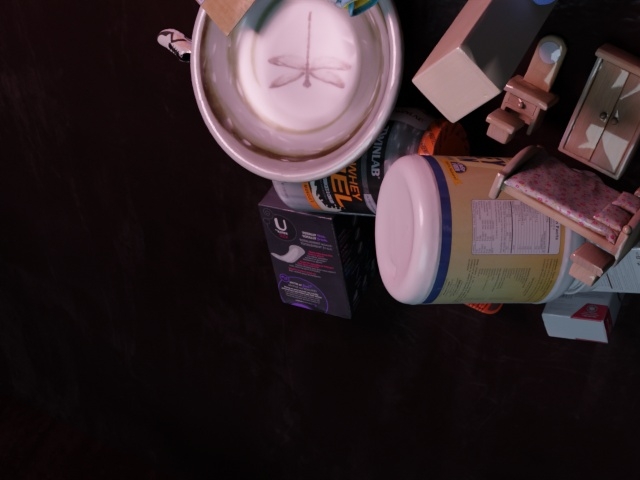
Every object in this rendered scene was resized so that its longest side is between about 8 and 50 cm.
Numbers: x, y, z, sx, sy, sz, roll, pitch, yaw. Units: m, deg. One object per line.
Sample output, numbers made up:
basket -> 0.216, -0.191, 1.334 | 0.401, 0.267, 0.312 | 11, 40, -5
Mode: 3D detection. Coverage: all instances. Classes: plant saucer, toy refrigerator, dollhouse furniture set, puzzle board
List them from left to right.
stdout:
puzzle board -> -0.162, -0.415, 1.693 | 0.096, 0.011, 0.128 | -47, 73, 27
plant saucer -> -0.029, -0.298, 1.695 | 0.400, 0.100, 0.400 | 5, 99, 29
toy refrigerator -> 0.242, -0.288, 1.443 | 0.094, 0.269, 0.102 | 44, 141, -12
dollhouse furniture set -> 0.339, -0.141, 1.416 | 0.303, 0.355, 0.174 | 31, 126, 20

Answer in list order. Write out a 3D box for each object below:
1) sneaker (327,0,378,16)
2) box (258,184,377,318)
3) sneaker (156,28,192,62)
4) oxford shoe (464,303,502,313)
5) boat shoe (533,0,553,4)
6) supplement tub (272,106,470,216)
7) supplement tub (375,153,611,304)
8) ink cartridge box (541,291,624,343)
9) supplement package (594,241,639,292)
sneaker -> -0.003, -0.444, 1.525 | 0.319, 0.127, 0.208 | 26, 137, 40
box -> 0.000, 0.000, 2.036 | 0.165, 0.143, 0.270 | 12, 137, 24
sneaker -> -0.264, -0.362, 1.929 | 0.109, 0.044, 0.040 | 24, 143, 17
oxford shoe -> 0.232, 0.050, 1.978 | 0.271, 0.097, 0.098 | 38, 163, 3
boat shoe -> 0.371, -0.417, 1.358 | 0.258, 0.089, 0.109 | -26, 103, 42
supplement tub -> 0.086, -0.137, 1.784 | 0.316, 0.193, 0.193 | 5, 133, 33
supplement tub -> 0.262, -0.015, 1.574 | 0.316, 0.228, 0.228 | 0, 144, -14
ink cartridge box -> 0.464, 0.097, 1.789 | 0.109, 0.150, 0.063 | 5, 137, 33
supplement package -> 0.476, 0.015, 1.727 | 0.179, 0.105, 0.105 | 1, 134, 37
